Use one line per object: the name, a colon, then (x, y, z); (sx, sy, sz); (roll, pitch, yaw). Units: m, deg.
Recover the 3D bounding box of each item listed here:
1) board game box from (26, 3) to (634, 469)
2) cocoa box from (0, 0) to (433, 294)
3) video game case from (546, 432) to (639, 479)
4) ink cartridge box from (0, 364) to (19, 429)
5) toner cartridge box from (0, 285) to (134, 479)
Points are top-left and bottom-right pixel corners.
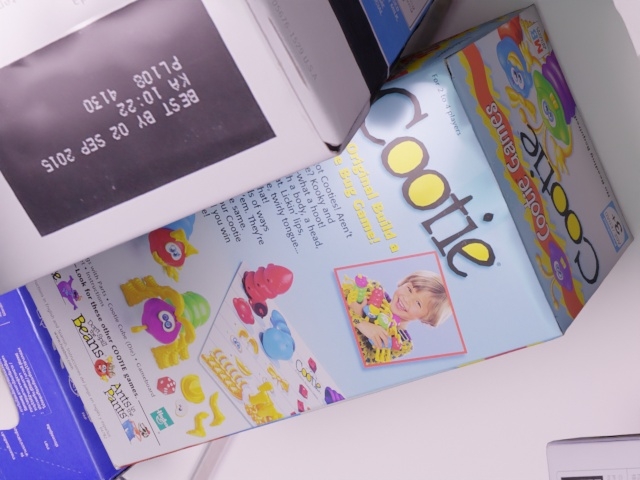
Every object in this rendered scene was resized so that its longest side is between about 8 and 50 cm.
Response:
board game box: (0.000, 0.000, 0.825); (0.275, 0.142, 0.144); (-19, 99, 30)
cocoa box: (-0.158, -0.116, 0.729); (0.347, 0.228, 0.231); (-21, 108, 24)
video game case: (0.219, 0.217, 0.699); (0.244, 0.061, 0.270); (-14, 79, 53)
ink cartridge box: (-0.216, 0.016, 0.640); (0.115, 0.067, 0.198); (-12, 112, 20)
toner cartridge box: (-0.247, 0.003, 0.984); (0.165, 0.075, 0.348); (-18, 99, 30)
